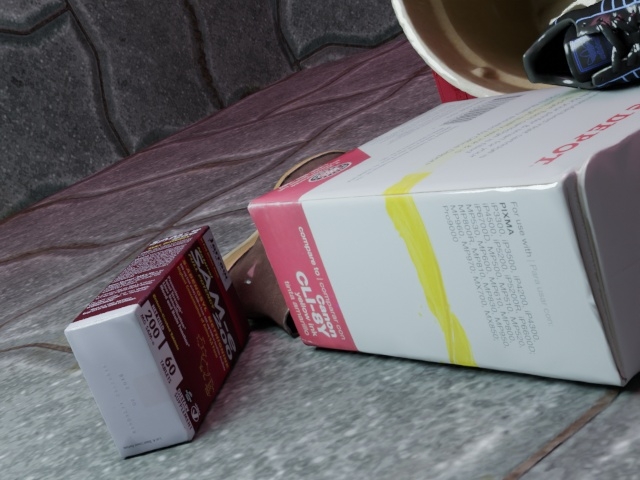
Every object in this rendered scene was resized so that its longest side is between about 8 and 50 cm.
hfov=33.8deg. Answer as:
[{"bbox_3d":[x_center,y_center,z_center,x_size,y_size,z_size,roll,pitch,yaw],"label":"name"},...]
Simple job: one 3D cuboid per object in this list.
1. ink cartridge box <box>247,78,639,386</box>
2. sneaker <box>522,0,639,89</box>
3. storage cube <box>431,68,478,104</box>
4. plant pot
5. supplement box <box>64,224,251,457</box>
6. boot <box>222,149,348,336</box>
[{"bbox_3d":[0.168,-0.022,0.900,0.279,0.160,0.384,-28,15,-32],"label":"ink cartridge box"},{"bbox_3d":[0.256,-0.160,0.826,0.090,0.081,0.232,-27,8,-24],"label":"sneaker"},{"bbox_3d":[0.305,-0.337,1.876,0.193,0.184,0.215,-14,15,21],"label":"storage cube"},{"bbox_3d":[0.284,-0.308,1.164,0.334,0.334,0.305,-13,-2,28],"label":"plant pot"},{"bbox_3d":[-0.143,0.086,0.996,0.073,0.130,0.239,-17,15,14],"label":"supplement box"},{"bbox_3d":[0.000,0.000,1.166,0.248,0.090,0.207,-46,29,-17],"label":"boot"}]
